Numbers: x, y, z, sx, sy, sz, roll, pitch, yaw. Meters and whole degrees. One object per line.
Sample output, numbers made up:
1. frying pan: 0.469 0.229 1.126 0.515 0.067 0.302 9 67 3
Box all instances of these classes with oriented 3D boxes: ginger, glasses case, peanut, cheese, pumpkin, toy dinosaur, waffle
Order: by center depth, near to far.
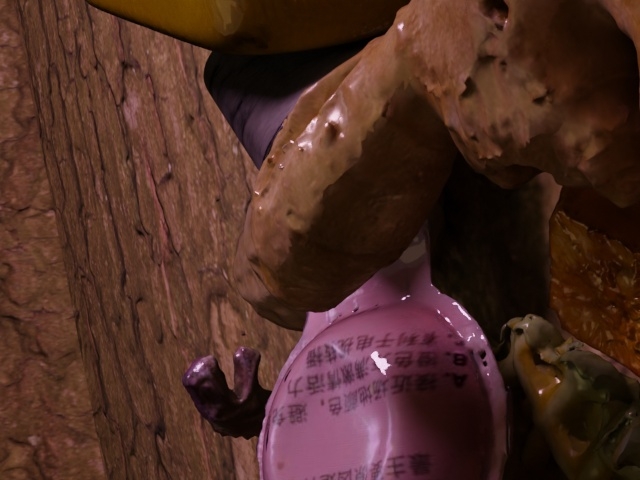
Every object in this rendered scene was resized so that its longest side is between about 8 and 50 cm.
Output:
1. ginger: 0.108 -0.113 0.631 0.363 0.122 0.348 16 102 57
2. pumpkin: 0.145 0.018 0.707 0.083 0.054 0.074 32 137 38
3. waffle: 0.128 0.196 0.836 0.297 0.073 0.317 -177 85 -66
4. cheese: 0.029 0.076 0.849 0.189 0.074 0.286 -22 60 37
5. glasses case: -0.008 -0.099 0.957 0.060 0.114 0.299 52 -178 -19
6. glasses case: -0.049 -0.213 0.974 0.371 0.173 0.141 -148 49 -64
7. peanut: 0.000 0.000 1.031 0.257 0.123 0.123 142 116 -68
8. toy dinosaur: -0.012 0.181 1.046 0.072 0.200 0.251 -132 38 -53
